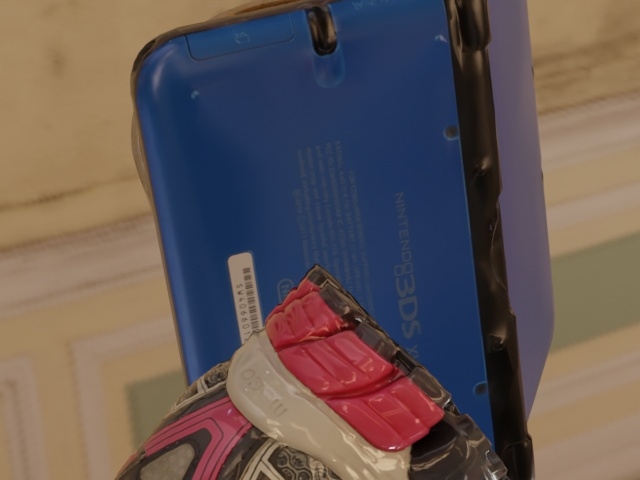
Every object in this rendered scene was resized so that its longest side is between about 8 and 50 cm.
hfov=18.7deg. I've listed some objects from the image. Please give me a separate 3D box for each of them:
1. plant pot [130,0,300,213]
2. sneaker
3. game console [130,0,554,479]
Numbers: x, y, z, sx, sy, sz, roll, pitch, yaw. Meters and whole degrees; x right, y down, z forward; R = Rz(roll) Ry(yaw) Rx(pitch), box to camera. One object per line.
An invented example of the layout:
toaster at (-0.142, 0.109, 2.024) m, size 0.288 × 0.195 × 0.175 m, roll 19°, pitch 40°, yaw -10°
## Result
plant pot at (0.000, 0.000, 1.339) m, size 0.237 × 0.237 × 0.254 m, roll -35°, pitch -31°, yaw -23°
sneaker at (0.015, 0.123, 0.691) m, size 0.112 × 0.121 × 0.299 m, roll -40°, pitch -40°, yaw -6°
game console at (0.029, -0.014, 1.028) m, size 0.250 × 0.173 × 0.293 m, roll -14°, pitch -65°, yaw -12°
